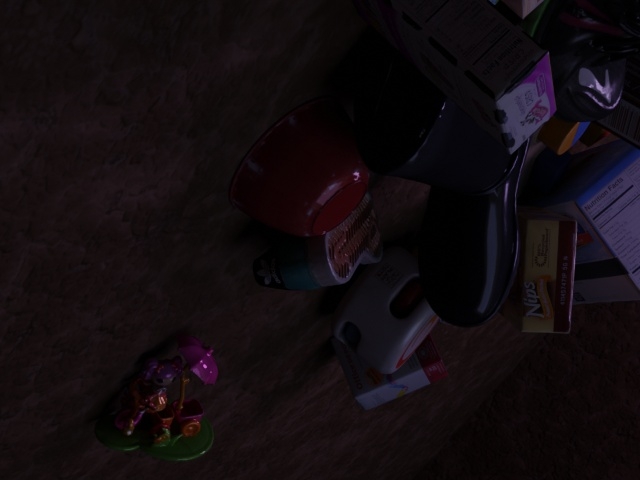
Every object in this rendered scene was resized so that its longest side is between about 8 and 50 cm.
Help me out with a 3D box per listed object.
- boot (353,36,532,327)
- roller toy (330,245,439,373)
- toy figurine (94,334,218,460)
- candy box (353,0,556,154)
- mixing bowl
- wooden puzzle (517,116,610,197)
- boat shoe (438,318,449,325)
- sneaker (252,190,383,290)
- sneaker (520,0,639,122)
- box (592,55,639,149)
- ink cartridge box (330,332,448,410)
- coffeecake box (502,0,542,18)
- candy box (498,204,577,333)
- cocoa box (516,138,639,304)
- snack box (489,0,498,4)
[{"bbox_3d":[0.161,-0.076,1.415,0.445,0.146,0.367,17,80,-72],"label":"boot"},{"bbox_3d":[0.115,0.110,1.869,0.209,0.146,0.191,-57,167,18],"label":"roller toy"},{"bbox_3d":[-0.210,0.200,1.520,0.173,0.130,0.159,1,122,-31],"label":"toy figurine"},{"bbox_3d":[0.125,-0.206,1.104,0.071,0.233,0.159,-44,161,1],"label":"candy box"},{"bbox_3d":[-0.007,-0.071,1.328,0.181,0.098,0.181,-39,161,-16],"label":"mixing bowl"},{"bbox_3d":[0.452,-0.207,1.977,0.348,0.080,0.322,-37,160,-17],"label":"wooden puzzle"},{"bbox_3d":[0.250,0.036,1.948,0.117,0.097,0.324,-27,140,-35],"label":"boat shoe"},{"bbox_3d":[0.000,0.000,1.507,0.121,0.108,0.302,-10,-174,19],"label":"sneaker"},{"bbox_3d":[0.378,-0.296,1.391,0.185,0.202,0.482,-46,156,-22],"label":"sneaker"},{"bbox_3d":[0.607,-0.318,1.792,0.381,0.191,0.143,-49,159,-17],"label":"box"},{"bbox_3d":[0.127,0.217,2.064,0.176,0.128,0.127,-24,158,3],"label":"ink cartridge box"},{"bbox_3d":[0.226,-0.346,1.150,0.185,0.142,0.068,-42,161,-4],"label":"coffeecake box"},{"bbox_3d":[0.350,0.040,1.895,0.316,0.088,0.182,-103,-164,-84],"label":"candy box"},{"bbox_3d":[0.536,-0.037,2.102,0.231,0.228,0.347,-39,-174,-14],"label":"cocoa box"},{"bbox_3d":[0.195,-0.324,1.293,0.100,0.037,0.141,-46,161,9],"label":"snack box"}]
